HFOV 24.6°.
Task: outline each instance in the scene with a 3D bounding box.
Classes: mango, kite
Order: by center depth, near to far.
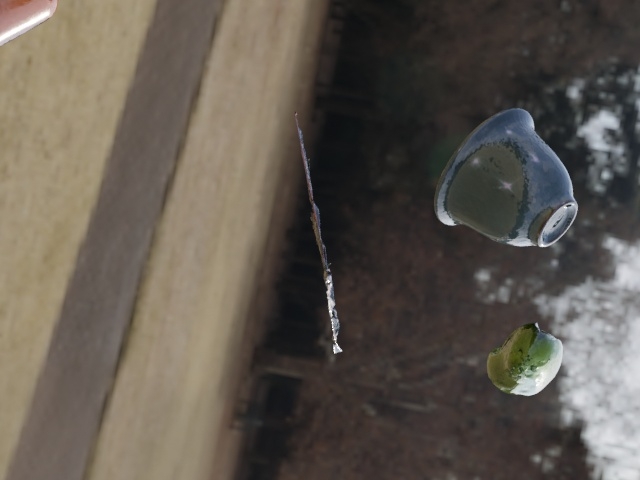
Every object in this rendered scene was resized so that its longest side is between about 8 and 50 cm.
[{"bbox_3d":[0.001,0.000,1.342,0.189,0.009,0.232,-104,-175,-76],"label":"kite"},{"bbox_3d":[0.240,0.142,1.709,0.091,0.074,0.165,-43,175,1],"label":"mango"}]

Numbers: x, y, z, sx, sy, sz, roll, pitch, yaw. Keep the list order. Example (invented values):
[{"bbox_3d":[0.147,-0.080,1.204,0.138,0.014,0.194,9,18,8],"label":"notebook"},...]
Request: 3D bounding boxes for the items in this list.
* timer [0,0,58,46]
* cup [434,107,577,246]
[{"bbox_3d":[-0.445,-0.307,1.617,0.161,0.257,0.250,-1,-59,62],"label":"timer"},{"bbox_3d":[0.280,-0.065,2.068,0.199,0.150,0.199,-33,147,-25],"label":"cup"}]
